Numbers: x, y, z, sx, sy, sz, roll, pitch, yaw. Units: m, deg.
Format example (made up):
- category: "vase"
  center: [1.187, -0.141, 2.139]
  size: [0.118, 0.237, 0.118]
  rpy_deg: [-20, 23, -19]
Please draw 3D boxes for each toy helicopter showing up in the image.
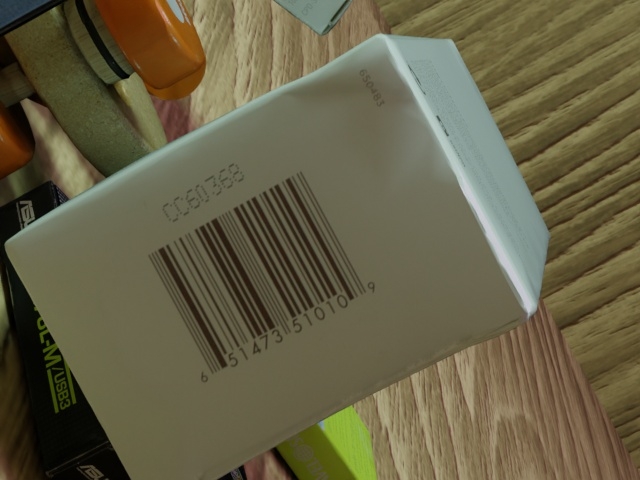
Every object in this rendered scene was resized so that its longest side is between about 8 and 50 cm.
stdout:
- category: "toy helicopter"
  center: [-0.177, -0.193, 1.150]
  size: [0.355, 0.140, 0.235]
  rpy_deg: [63, 8, 11]

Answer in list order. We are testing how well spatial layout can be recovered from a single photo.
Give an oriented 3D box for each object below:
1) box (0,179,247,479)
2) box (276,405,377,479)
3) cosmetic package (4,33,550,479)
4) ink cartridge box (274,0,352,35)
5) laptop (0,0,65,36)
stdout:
- category: "box"
  center: [-0.100, 0.089, 1.068]
  size: [0.190, 0.045, 0.184]
  rpy_deg: [51, 17, -47]
- category: "box"
  center: [-0.018, 0.110, 1.388]
  size: [0.178, 0.042, 0.109]
  rpy_deg: [57, 12, -27]
- category: "cosmetic package"
  center: [0.000, 0.000, 1.076]
  size: [0.156, 0.217, 0.385]
  rpy_deg: [62, 11, 0]
- category: "ink cartridge box"
  center: [-0.095, -0.282, 1.340]
  size: [0.307, 0.072, 0.303]
  rpy_deg: [35, 18, -8]
- category: "laptop"
  center: [-0.168, -0.201, 0.560]
  size: [0.236, 0.382, 0.408]
  rpy_deg: [63, 11, 4]
